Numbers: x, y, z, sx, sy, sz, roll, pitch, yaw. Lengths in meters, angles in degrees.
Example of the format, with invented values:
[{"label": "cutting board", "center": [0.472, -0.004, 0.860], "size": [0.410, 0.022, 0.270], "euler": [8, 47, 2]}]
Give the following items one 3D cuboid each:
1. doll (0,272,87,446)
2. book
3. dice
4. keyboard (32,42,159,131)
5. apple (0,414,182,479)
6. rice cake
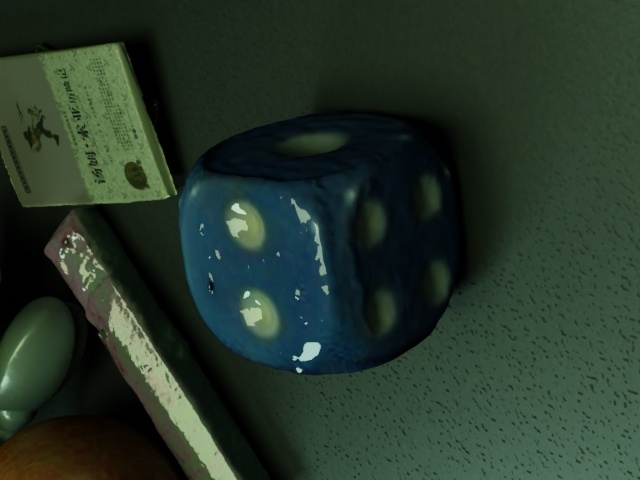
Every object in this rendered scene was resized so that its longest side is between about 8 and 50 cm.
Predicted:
[{"label": "doll", "center": [-0.307, 0.091, 1.619], "size": [0.195, 0.153, 0.258], "euler": [44, 122, 11]}, {"label": "book", "center": [-0.192, -0.087, 1.522], "size": [0.181, 0.014, 0.127], "euler": [-1, 114, 44]}, {"label": "dice", "center": [0.000, 0.000, 1.322], "size": [0.143, 0.146, 0.146], "euler": [12, 115, 39]}, {"label": "keyboard", "center": [-0.173, -0.107, 1.516], "size": [0.129, 0.015, 0.049], "euler": [26, 128, 30]}, {"label": "apple", "center": [-0.197, 0.238, 1.558], "size": [0.209, 0.164, 0.209], "euler": [18, 112, 56]}, {"label": "rice cake", "center": [-0.129, 0.109, 1.540], "size": [0.081, 0.051, 0.290], "euler": [-39, 80, 46]}]
